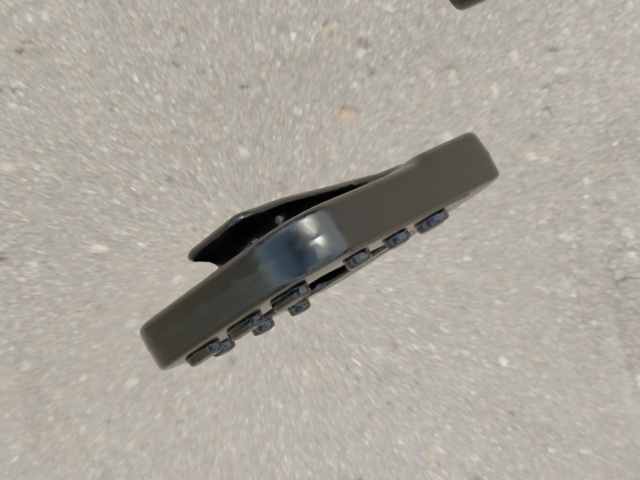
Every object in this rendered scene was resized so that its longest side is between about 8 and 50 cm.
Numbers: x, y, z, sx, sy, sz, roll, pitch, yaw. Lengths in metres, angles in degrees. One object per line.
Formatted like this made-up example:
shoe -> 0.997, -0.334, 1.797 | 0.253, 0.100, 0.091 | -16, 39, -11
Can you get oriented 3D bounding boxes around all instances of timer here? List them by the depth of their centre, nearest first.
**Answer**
timer -> 0.000, 0.000, 0.647 | 0.144, 0.187, 0.055 | -34, 85, 40

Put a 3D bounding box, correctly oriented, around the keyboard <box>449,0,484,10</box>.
keyboard -> 0.044, -0.131, 0.312 | 0.103, 0.381, 0.041 | -23, 62, 20
